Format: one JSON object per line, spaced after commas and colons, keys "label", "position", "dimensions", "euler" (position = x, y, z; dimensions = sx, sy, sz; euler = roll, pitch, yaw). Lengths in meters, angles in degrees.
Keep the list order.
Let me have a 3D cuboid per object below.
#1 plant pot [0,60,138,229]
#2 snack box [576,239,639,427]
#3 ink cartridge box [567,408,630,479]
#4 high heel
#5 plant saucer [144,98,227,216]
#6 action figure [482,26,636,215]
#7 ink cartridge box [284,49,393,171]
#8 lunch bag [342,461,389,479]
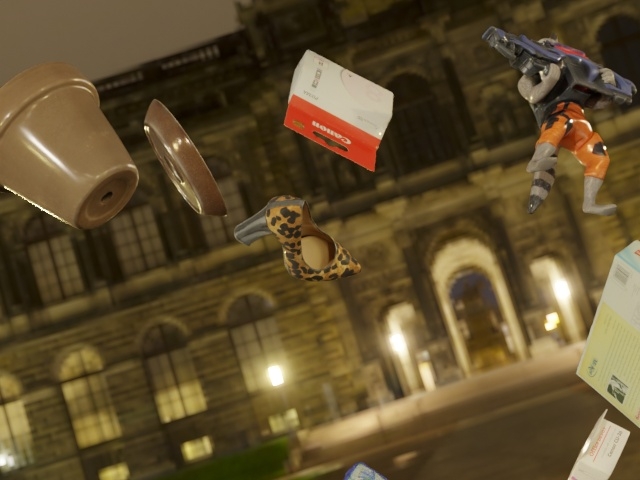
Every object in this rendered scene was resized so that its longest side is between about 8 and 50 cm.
{"label": "plant pot", "position": [-0.448, -0.141, 2.141], "dimensions": [0.263, 0.229, 0.263], "euler": [-41, -18, -16]}
{"label": "snack box", "position": [0.535, 0.171, 2.005], "dimensions": [0.060, 0.187, 0.322], "euler": [-30, -34, -27]}
{"label": "ink cartridge box", "position": [0.538, 0.428, 2.378], "dimensions": [0.115, 0.067, 0.198], "euler": [-54, -17, -35]}
{"label": "high heel", "position": [0.000, 0.000, 2.147], "dimensions": [0.261, 0.093, 0.186], "euler": [20, -27, -27]}
{"label": "plant saucer", "position": [-0.172, -0.095, 1.507], "dimensions": [0.029, 0.168, 0.168], "euler": [-32, -6, -10]}
{"label": "action figure", "position": [0.385, -0.231, 2.127], "dimensions": [0.341, 0.330, 0.178], "euler": [21, -38, -26]}
{"label": "ink cartridge box", "position": [0.037, -0.241, 2.220], "dimensions": [0.066, 0.189, 0.232], "euler": [-58, 13, 27]}
{"label": "lunch bag", "position": [0.073, 0.388, 1.654], "dimensions": [0.096, 0.151, 0.129], "euler": [-36, 3, 26]}
